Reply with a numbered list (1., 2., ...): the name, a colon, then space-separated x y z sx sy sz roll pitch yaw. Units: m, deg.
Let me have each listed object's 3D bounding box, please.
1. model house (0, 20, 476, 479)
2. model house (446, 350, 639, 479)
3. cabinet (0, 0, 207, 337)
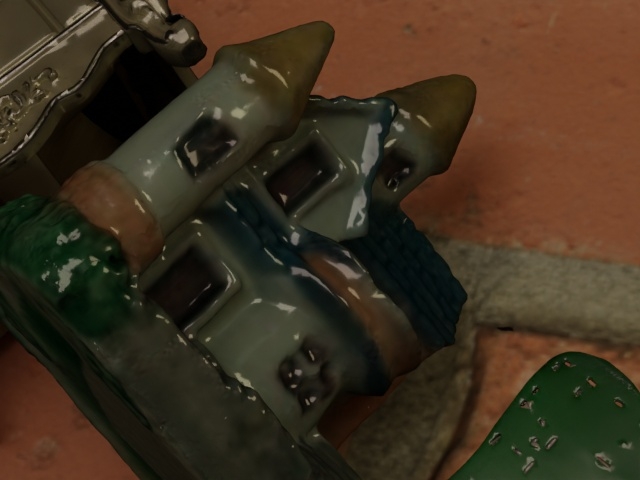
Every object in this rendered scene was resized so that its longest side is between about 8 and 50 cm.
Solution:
1. model house: 0.000 0.000 0.948 0.325 0.267 0.194 -44 15 -20
2. model house: 0.136 0.161 0.917 0.167 0.088 0.117 -47 56 -9
3. cabinet: -0.243 -0.089 1.114 0.290 0.227 0.318 -37 56 -7
